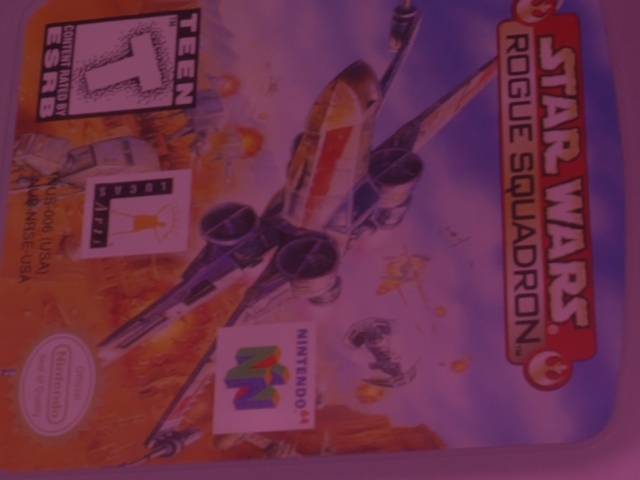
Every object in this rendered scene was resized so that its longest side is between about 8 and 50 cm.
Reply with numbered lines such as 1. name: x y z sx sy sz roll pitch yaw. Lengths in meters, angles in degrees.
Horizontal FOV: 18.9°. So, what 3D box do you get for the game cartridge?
1. game cartridge: 0.000 0.000 0.507 0.198 0.062 0.297 -7 61 14
